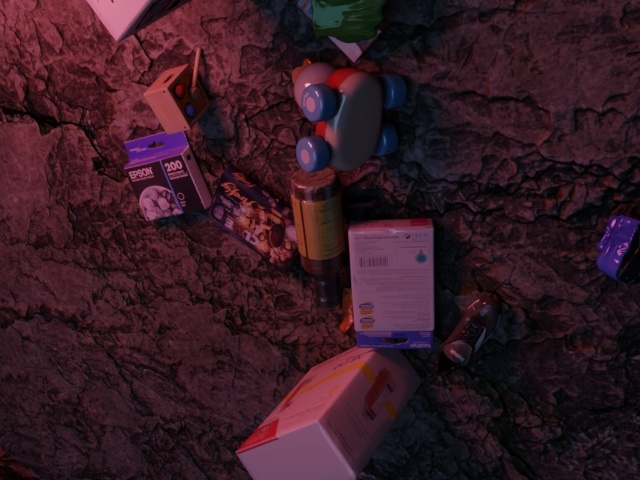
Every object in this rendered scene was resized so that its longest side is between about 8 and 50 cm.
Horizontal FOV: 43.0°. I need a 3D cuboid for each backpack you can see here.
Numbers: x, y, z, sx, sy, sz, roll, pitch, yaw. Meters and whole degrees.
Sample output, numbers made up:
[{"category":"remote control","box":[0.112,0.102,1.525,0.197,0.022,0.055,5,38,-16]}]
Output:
[{"category":"backpack","box":[0.583,0.019,1.545,0.098,0.101,0.120,15,100,-26]}]

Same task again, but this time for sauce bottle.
[{"category":"sauce bottle","box":[0.000,0.000,1.819,0.111,0.111,0.344,13,130,22]}]

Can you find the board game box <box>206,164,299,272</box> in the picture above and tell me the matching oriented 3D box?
[{"category":"board game box","box":[-0.148,-0.049,1.942,0.243,0.042,0.165,35,137,7]}]

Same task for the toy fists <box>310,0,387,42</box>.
[{"category":"toy fists","box":[0.056,-0.515,1.529,0.142,0.096,0.279,-2,98,15]}]

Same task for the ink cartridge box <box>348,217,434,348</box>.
[{"category":"ink cartridge box","box":[0.164,0.101,1.826,0.185,0.065,0.311,-1,115,7]}]

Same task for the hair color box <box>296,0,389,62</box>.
[{"category":"hair color box","box":[0.045,-0.451,1.625,0.167,0.053,0.093,44,127,-1]}]

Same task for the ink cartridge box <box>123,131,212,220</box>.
[{"category":"ink cartridge box","box":[-0.391,-0.162,2.028,0.206,0.045,0.208,-9,110,33]}]

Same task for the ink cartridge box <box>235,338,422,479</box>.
[{"category":"ink cartridge box","box":[0.028,0.409,1.901,0.279,0.384,0.160,-31,96,37]}]

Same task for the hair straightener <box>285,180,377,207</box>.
[{"category":"hair straightener","box":[0.015,-0.115,1.839,0.230,0.047,0.089,-2,115,34]}]

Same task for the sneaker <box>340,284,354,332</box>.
[{"category":"sneaker","box":[0.080,0.142,1.932,0.067,0.064,0.175,30,116,16]}]

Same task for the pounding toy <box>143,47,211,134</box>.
[{"category":"pounding toy","box":[-0.310,-0.339,1.845,0.100,0.141,0.130,-7,127,31]}]

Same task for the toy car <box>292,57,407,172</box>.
[{"category":"toy car","box":[0.015,-0.279,1.680,0.238,0.219,0.210,41,135,41]}]

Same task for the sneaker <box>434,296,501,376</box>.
[{"category":"sneaker","box":[0.324,0.225,1.810,0.078,0.106,0.234,35,127,6]}]

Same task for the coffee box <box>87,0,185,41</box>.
[{"category":"coffee box","box":[-0.290,-0.638,1.478,0.338,0.338,0.334,54,144,-9]}]
